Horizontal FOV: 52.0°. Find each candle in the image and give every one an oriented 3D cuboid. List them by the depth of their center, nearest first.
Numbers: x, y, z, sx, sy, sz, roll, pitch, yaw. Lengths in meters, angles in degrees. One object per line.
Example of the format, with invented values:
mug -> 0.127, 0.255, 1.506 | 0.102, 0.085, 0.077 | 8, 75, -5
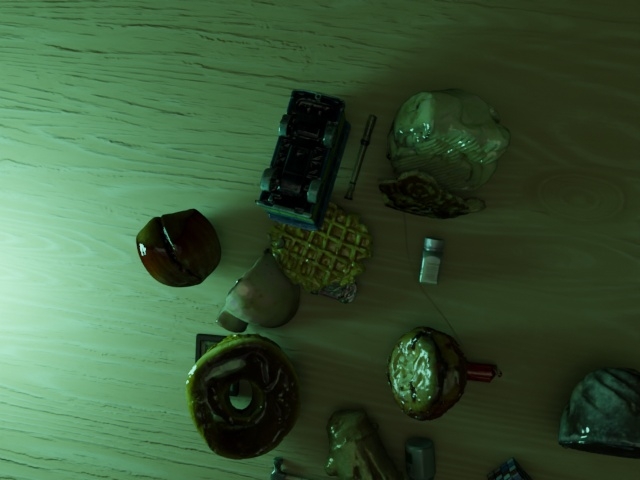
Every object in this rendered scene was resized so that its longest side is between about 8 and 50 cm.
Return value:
candle -> 0.418, 0.350, 1.748 | 0.130, 0.052, 0.052 | 4, 97, 7

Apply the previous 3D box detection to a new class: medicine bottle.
medicine bottle -> 0.291, 0.053, 1.719 | 0.055, 0.074, 0.118 | 8, 96, 7
medicine bottle -> 0.272, 0.611, 1.783 | 0.080, 0.080, 0.130 | -2, 96, 8

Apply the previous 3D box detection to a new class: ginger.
ginger -> 0.133, 0.615, 1.758 | 0.190, 0.126, 0.354 | -37, 77, -18

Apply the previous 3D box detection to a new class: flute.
flute -> 0.105, -0.220, 1.738 | 0.027, 0.027, 0.233 | 17, 99, 5

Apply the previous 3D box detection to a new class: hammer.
hammer -> 0.000, 0.691, 1.853 | 0.287, 0.033, 0.111 | 8, 97, 7

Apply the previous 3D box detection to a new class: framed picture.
framed picture -> -0.292, 0.353, 1.858 | 0.128, 0.023, 0.168 | 4, 97, 7

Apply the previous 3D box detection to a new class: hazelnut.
hazelnut -> -0.375, 0.026, 1.756 | 0.212, 0.181, 0.181 | -25, 72, 0

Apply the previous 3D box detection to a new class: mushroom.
mushroom -> -0.160, 0.173, 1.750 | 0.173, 0.162, 0.236 | 38, 102, 4

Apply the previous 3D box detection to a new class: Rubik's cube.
Rubik's cube -> 0.513, 0.656, 1.749 | 0.092, 0.092, 0.092 | -40, 89, 10

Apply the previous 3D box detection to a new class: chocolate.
chocolate -> 0.745, 0.422, 1.616 | 0.303, 0.303, 0.213 | 6, 71, 7

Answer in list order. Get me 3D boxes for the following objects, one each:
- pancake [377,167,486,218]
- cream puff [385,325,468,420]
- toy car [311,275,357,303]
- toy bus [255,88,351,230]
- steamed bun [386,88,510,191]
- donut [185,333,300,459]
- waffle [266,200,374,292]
pancake -> 0.261, -0.110, 1.676 | 0.257, 0.212, 0.056 | 28, 65, -25
cream puff -> 0.283, 0.341, 1.694 | 0.164, 0.240, 0.240 | 11, 99, -24
toy car -> 0.034, 0.125, 1.773 | 0.142, 0.055, 0.069 | 16, 88, 15
toy bus -> -0.037, -0.199, 1.646 | 0.152, 0.190, 0.312 | 15, 82, 10
steamed bun -> 0.315, -0.267, 1.615 | 0.280, 0.268, 0.207 | 14, 64, -7
donut -> -0.215, 0.413, 1.777 | 0.330, 0.160, 0.330 | -1, 94, -14
waffle -> 0.000, 0.000, 1.740 | 0.262, 0.060, 0.280 | -21, 81, 3
